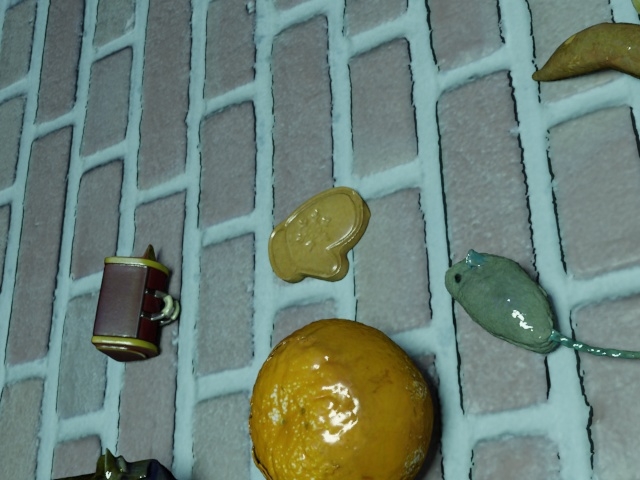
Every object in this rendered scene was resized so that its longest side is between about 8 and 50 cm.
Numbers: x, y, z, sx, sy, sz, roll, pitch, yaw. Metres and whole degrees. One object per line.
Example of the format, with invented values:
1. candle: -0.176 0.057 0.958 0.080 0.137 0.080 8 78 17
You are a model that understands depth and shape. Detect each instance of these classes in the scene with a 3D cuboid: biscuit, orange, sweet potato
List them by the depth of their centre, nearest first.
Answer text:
1. orange: 0.023 0.175 0.980 0.193 0.161 0.193 -11 73 40
2. sweet potato: 0.333 -0.184 0.983 0.281 0.067 0.059 16 72 41
3. biscuit: -0.001 -0.001 1.169 0.140 0.023 0.118 -39 51 14

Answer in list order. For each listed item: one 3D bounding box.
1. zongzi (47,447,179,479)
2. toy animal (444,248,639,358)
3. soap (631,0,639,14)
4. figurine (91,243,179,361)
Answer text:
1. zongzi: -0.338 0.457 1.036 0.403 0.208 0.432 -14 46 31
2. toy animal: 0.221 0.073 0.945 0.252 0.070 0.079 21 98 38
3. soap: 0.462 -0.307 0.933 0.314 0.091 0.199 1 68 36
4. figurine: -0.229 0.075 1.270 0.098 0.082 0.154 -2 67 21
